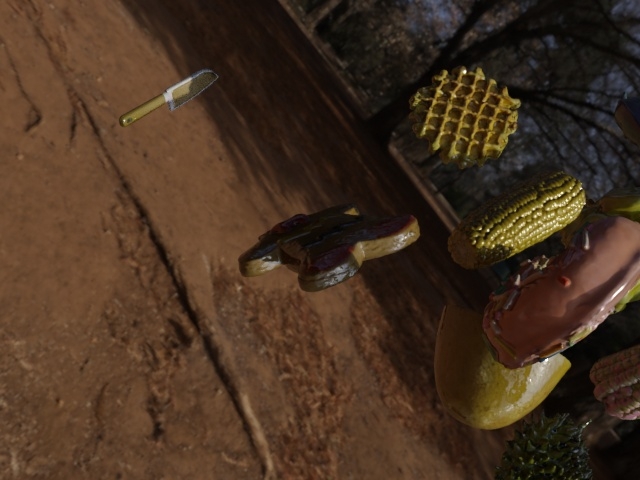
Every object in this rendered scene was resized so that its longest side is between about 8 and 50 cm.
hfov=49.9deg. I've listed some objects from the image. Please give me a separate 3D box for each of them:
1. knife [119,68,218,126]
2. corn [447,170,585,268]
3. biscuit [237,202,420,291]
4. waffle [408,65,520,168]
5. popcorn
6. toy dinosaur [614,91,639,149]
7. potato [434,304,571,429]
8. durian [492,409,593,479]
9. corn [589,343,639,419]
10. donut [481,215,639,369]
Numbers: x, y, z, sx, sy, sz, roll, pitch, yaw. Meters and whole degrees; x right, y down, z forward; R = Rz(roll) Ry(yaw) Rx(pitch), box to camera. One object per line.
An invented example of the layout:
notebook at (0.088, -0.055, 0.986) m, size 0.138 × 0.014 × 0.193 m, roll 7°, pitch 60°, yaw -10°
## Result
knife at (-0.277, -0.264, 1.273) m, size 0.022 × 0.256 × 0.046 m, roll 21°, pitch -46°, yaw 27°
corn at (0.287, -0.031, 0.993) m, size 0.091 × 0.260 × 0.091 m, roll 58°, pitch -35°, yaw 7°
biscuit at (0.000, 0.000, 1.666) m, size 0.394 × 0.368 × 0.076 m, roll 19°, pitch -49°, yaw 58°
waffle at (0.231, -0.202, 1.113) m, size 0.191 × 0.191 × 0.038 m, roll 53°, pitch -17°, yaw 17°
popcorn at (0.721, 0.016, 1.614) m, size 0.334 × 0.293 × 0.293 m, roll -30°, pitch 110°, yaw -67°
toy dinosaur at (0.710, -0.281, 1.547) m, size 0.331 × 0.129 × 0.383 m, roll 27°, pitch 37°, yaw -42°
potato at (0.250, 0.206, 1.048) m, size 0.204 × 0.158 × 0.178 m, roll 32°, pitch -12°, yaw 2°
durian at (0.262, 0.299, 0.773) m, size 0.137 × 0.220 × 0.096 m, roll 24°, pitch -18°, yaw -32°
corn at (0.590, 0.209, 1.137) m, size 0.126 × 0.127 × 0.335 m, roll 52°, pitch -33°, yaw 9°
donut at (0.270, 0.064, 0.807) m, size 0.085 × 0.199 × 0.233 m, roll 47°, pitch -24°, yaw 6°
